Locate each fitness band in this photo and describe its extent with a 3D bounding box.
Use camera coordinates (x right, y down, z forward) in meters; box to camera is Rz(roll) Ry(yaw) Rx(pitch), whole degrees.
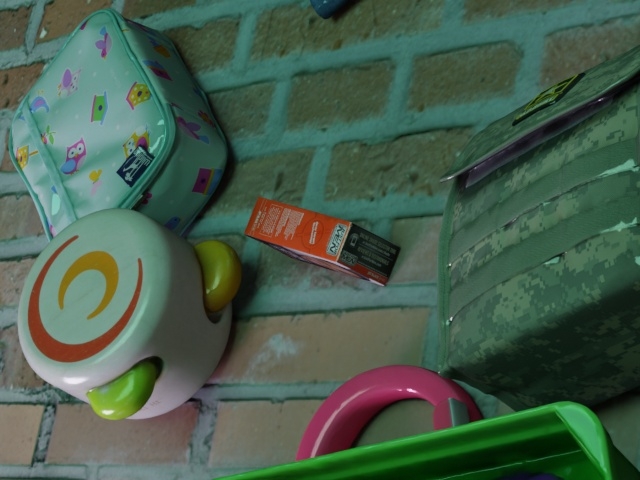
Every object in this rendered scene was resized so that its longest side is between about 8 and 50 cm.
[{"bbox_3d":[0.062,0.244,1.736,0.209,0.054,0.291,-29,51,37],"label":"fitness band"}]

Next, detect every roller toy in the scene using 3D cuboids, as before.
[{"bbox_3d":[-0.191,0.074,2.008,0.191,0.146,0.209,20,80,40],"label":"roller toy"}]

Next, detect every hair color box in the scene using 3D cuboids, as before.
[{"bbox_3d":[0.000,0.000,1.902,0.141,0.072,0.043,15,82,49],"label":"hair color box"}]

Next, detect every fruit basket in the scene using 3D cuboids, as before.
[{"bbox_3d":[0.051,0.283,1.442,0.392,0.392,0.283,-20,72,39],"label":"fruit basket"}]

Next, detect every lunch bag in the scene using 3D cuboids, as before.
[{"bbox_3d":[0.221,-0.031,1.621,0.235,0.169,0.287,-29,44,38],"label":"lunch bag"},{"bbox_3d":[-0.226,-0.098,2.158,0.224,0.108,0.279,-47,44,19],"label":"lunch bag"}]

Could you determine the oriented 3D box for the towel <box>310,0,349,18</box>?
[{"bbox_3d":[0.036,-0.281,2.037,0.119,0.029,0.067,-39,47,26],"label":"towel"}]
